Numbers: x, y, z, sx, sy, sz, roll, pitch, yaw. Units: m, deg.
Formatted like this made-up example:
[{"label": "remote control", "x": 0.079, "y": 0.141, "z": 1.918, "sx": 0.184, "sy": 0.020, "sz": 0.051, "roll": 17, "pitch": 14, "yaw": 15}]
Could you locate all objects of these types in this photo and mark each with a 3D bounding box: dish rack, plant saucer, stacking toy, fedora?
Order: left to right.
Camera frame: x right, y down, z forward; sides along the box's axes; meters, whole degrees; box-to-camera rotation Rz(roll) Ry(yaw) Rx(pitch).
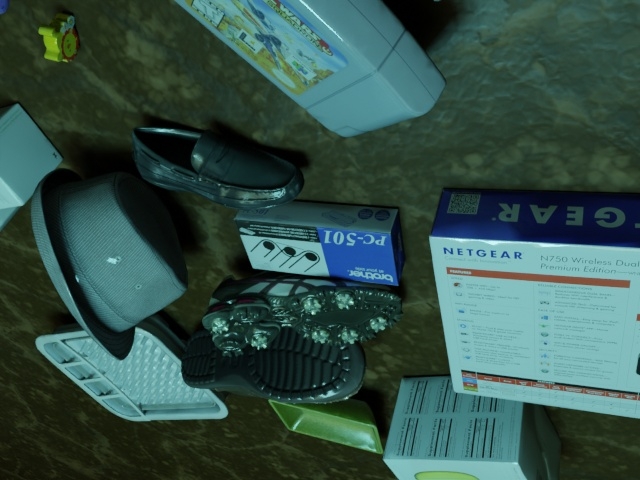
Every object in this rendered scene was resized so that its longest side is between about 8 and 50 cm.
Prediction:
[{"label": "stacking toy", "x": -0.352, "y": -0.302, "z": 0.676, "sx": 0.166, "sy": 0.052, "sz": 0.221, "roll": 16, "pitch": 137, "yaw": 6}, {"label": "fedora", "x": -0.263, "y": 0.014, "z": 0.879, "sx": 0.124, "sy": 0.244, "sz": 0.276, "roll": -20, "pitch": 119, "yaw": 4}, {"label": "dish rack", "x": -0.348, "y": 0.239, "z": 1.240, "sx": 0.332, "sy": 0.072, "sz": 0.286, "roll": -11, "pitch": 128, "yaw": 34}, {"label": "plant saucer", "x": 0.020, "y": 0.310, "z": 1.143, "sx": 0.188, "sy": 0.045, "sz": 0.188, "roll": 10, "pitch": 152, "yaw": 16}]

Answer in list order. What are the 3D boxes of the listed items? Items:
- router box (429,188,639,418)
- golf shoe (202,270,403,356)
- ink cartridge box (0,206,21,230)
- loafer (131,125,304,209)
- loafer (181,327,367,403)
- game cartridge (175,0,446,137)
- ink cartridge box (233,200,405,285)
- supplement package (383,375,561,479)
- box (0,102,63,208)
[{"label": "router box", "x": 0.313, "y": 0.083, "z": 0.751, "sx": 0.335, "sy": 0.082, "sz": 0.301, "roll": 4, "pitch": 136, "yaw": 22}, {"label": "golf shoe", "x": -0.025, "y": 0.077, "z": 0.896, "sx": 0.272, "sy": 0.120, "sz": 0.105, "roll": -5, "pitch": 129, "yaw": 4}, {"label": "ink cartridge box", "x": -0.544, "y": -0.045, "z": 0.905, "sx": 0.181, "sy": 0.225, "sz": 0.056, "roll": 34, "pitch": 143, "yaw": -14}, {"label": "loafer", "x": -0.128, "y": -0.091, "z": 0.774, "sx": 0.223, "sy": 0.076, "sz": 0.078, "roll": 13, "pitch": 147, "yaw": 18}, {"label": "loafer", "x": -0.064, "y": 0.188, "z": 1.032, "sx": 0.365, "sy": 0.134, "sz": 0.130, "roll": -4, "pitch": 159, "yaw": 41}, {"label": "game cartridge", "x": -0.039, "y": -0.201, "z": 0.560, "sx": 0.297, "sy": 0.062, "sz": 0.198, "roll": 38, "pitch": 175, "yaw": -16}, {"label": "ink cartridge box", "x": 0.000, "y": 0.000, "z": 0.836, "sx": 0.207, "sy": 0.046, "sz": 0.097, "roll": 6, "pitch": 138, "yaw": 19}, {"label": "supplement package", "x": 0.237, "y": 0.320, "z": 0.993, "sx": 0.203, "sy": 0.149, "sz": 0.194, "roll": -11, "pitch": 129, "yaw": 32}, {"label": "box", "x": -0.430, "y": -0.110, "z": 0.875, "sx": 0.087, "sy": 0.101, "sz": 0.102, "roll": -5, "pitch": 132, "yaw": 29}]
